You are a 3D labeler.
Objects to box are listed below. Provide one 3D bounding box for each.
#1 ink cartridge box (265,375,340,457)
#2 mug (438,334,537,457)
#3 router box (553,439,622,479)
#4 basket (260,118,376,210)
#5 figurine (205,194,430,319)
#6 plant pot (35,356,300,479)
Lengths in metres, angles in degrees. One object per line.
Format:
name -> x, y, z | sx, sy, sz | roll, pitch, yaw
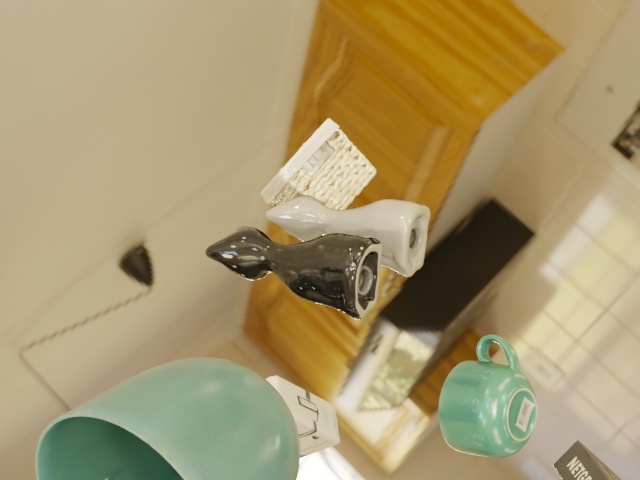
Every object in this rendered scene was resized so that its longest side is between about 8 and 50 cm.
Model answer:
ink cartridge box -> -0.081, 0.340, 2.127 | 0.148, 0.086, 0.203 | -25, -34, 24
mug -> 0.239, 0.223, 1.578 | 0.097, 0.158, 0.129 | 3, 20, 44
router box -> 0.324, 0.293, 1.200 | 0.046, 0.133, 0.179 | -47, 5, 5
basket -> -0.003, -0.083, 1.603 | 0.113, 0.103, 0.167 | -49, 5, -15
figurine -> 0.000, 0.000, 1.386 | 0.215, 0.209, 0.092 | -34, -50, -53
plant pot -> -0.164, 0.281, 1.405 | 0.235, 0.293, 0.293 | -37, -16, -48
